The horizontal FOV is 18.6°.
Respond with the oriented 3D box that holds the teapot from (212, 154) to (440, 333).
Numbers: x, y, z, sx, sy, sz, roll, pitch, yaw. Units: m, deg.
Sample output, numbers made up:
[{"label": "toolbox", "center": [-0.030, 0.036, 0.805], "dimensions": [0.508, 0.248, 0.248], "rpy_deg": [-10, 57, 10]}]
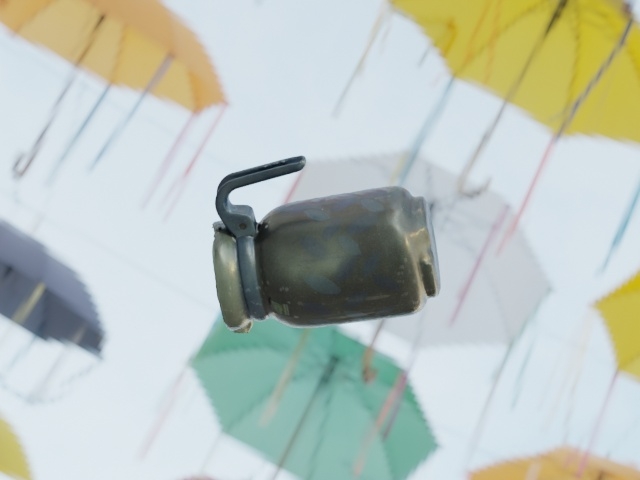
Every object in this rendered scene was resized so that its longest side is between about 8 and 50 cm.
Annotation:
[{"label": "teapot", "center": [0.000, 0.004, 0.724], "dimensions": [0.083, 0.049, 0.063], "rpy_deg": [-9, -32, 5]}]
